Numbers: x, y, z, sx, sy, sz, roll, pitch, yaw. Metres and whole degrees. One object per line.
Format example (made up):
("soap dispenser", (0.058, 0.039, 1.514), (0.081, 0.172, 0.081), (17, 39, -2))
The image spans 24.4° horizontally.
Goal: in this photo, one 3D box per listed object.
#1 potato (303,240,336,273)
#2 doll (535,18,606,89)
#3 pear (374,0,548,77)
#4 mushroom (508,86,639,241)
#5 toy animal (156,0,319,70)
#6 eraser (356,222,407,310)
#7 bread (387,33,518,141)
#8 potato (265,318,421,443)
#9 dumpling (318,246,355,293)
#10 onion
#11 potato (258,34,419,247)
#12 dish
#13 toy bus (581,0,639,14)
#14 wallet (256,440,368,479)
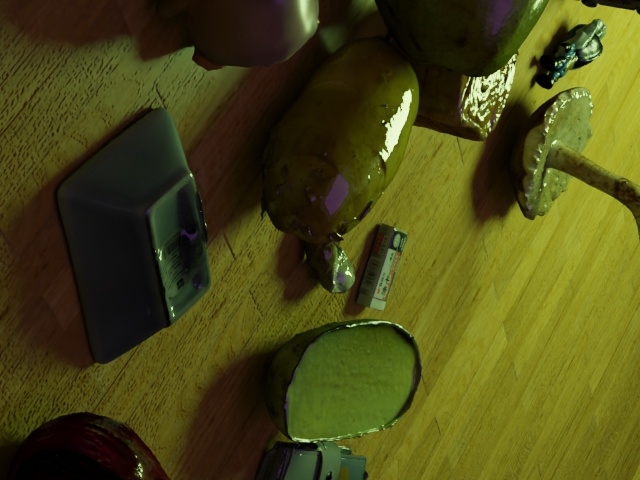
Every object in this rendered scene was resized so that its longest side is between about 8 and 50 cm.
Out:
("potato", (0.000, 0.000, 1.942), (0.046, 0.045, 0.092), (-17, 116, -59))
("doll", (0.437, -0.323, 2.526), (0.195, 0.070, 0.096), (-37, 152, -37))
("pear", (0.183, -0.359, 1.852), (0.253, 0.253, 0.307), (2, 98, -61))
("mushroom", (0.459, -0.121, 2.470), (0.208, 0.302, 0.233), (-90, -162, -65))
("toy animal", (-0.083, -0.301, 1.512), (0.195, 0.169, 0.281), (-20, 128, -14))
("eraser", (0.089, 0.039, 2.140), (0.052, 0.029, 0.122), (20, 88, -62))
("bread", (0.171, -0.228, 2.026), (0.149, 0.143, 0.158), (19, 85, -62))
("potato", (0.015, 0.178, 1.999), (0.272, 0.111, 0.160), (-5, 102, -46))
("dumpling", (0.025, 0.039, 1.999), (0.076, 0.052, 0.057), (-13, 128, -47))
("onion", (-0.211, 0.261, 1.534), (0.140, 0.218, 0.195), (-81, 162, -55))
("potato", (0.025, -0.117, 1.824), (0.300, 0.140, 0.173), (-61, 143, -33))
("dish", (-0.179, 0.004, 1.590), (0.182, 0.080, 0.243), (-46, 143, -41))
("toy bus", (0.491, -0.433, 2.445), (0.098, 0.178, 0.086), (43, 67, -57))
("wallet", (-0.018, 0.362, 2.088), (0.231, 0.069, 0.170), (24, 89, -61))
